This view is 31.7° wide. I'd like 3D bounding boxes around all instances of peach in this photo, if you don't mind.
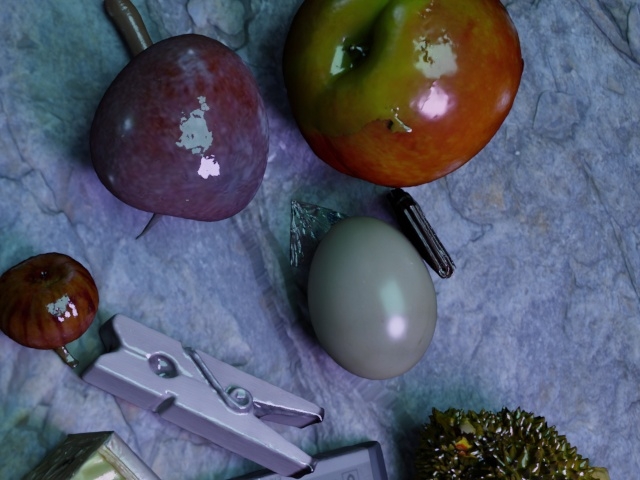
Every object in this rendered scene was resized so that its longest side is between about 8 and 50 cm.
[{"bbox_3d":[0.128,-0.243,1.661,0.370,0.370,0.370,8,76,-33],"label":"peach"}]

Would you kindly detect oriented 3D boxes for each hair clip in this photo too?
[{"bbox_3d":[-0.148,0.206,1.496,0.331,0.085,0.101,30,59,-18],"label":"hair clip"}]

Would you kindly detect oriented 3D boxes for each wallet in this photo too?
[{"bbox_3d":[0.148,-0.014,1.702,0.042,0.230,0.124,-32,98,4],"label":"wallet"}]

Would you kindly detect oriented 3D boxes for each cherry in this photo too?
[{"bbox_3d":[-0.180,-0.127,1.483,0.236,0.213,0.285,17,97,-57],"label":"cherry"}]

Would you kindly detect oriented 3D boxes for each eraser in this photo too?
[{"bbox_3d":[-0.034,0.356,1.582,0.352,0.061,0.089,-9,85,-35],"label":"eraser"}]

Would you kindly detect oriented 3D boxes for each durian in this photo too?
[{"bbox_3d":[0.270,0.370,1.687,0.293,0.258,0.258,20,68,-11],"label":"durian"}]

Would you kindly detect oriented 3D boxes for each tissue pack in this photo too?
[{"bbox_3d":[-0.243,0.350,1.376,0.234,0.159,0.125,51,57,-16],"label":"tissue pack"}]

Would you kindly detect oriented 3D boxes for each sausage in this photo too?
[{"bbox_3d":[-0.248,-0.260,1.575,0.043,0.043,0.186,-29,97,-35],"label":"sausage"}]

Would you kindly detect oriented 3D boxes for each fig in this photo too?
[{"bbox_3d":[-0.330,0.081,1.405,0.150,0.128,0.128,37,57,-56],"label":"fig"}]

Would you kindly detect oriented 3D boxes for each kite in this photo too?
[{"bbox_3d":[0.000,0.000,1.713,0.139,0.011,0.156,-45,105,-30],"label":"kite"}]

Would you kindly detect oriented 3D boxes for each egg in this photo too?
[{"bbox_3d":[0.074,0.082,1.636,0.186,0.186,0.241,-6,86,-36],"label":"egg"}]

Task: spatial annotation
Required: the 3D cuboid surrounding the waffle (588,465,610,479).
[{"bbox_3d":[0.406,0.502,1.860,0.168,0.057,0.274,10,74,-32],"label":"waffle"}]
